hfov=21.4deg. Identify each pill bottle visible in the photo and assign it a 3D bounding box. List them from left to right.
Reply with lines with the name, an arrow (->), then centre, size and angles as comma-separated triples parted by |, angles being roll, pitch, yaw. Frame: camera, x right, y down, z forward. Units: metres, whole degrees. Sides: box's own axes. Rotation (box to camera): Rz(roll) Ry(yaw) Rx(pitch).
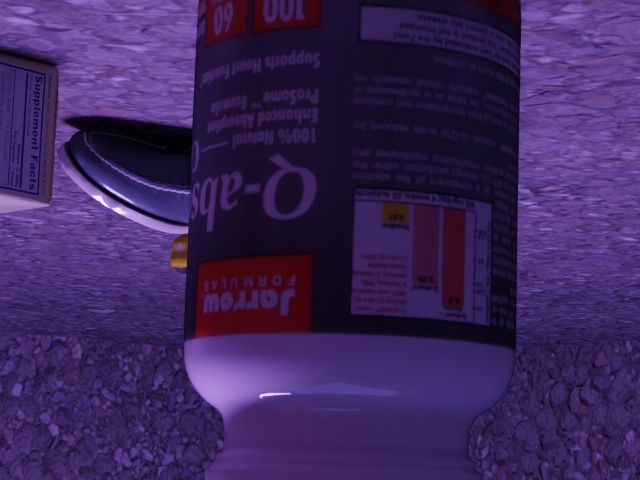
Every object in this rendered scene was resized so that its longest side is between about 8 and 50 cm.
pill bottle -> 0.020, 0.005, 1.068 | 0.210, 0.362, 0.210 | 2, 171, 0

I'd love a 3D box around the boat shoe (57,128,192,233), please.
boat shoe -> -0.102, -0.065, 1.637 | 0.319, 0.116, 0.099 | 17, 121, -35

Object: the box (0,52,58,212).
box -> -0.370, -0.092, 1.343 | 0.214, 0.117, 0.243 | -7, 167, 44

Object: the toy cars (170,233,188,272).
toy cars -> 0.000, 0.000, 1.992 | 0.394, 0.087, 0.176 | 2, 177, -24
